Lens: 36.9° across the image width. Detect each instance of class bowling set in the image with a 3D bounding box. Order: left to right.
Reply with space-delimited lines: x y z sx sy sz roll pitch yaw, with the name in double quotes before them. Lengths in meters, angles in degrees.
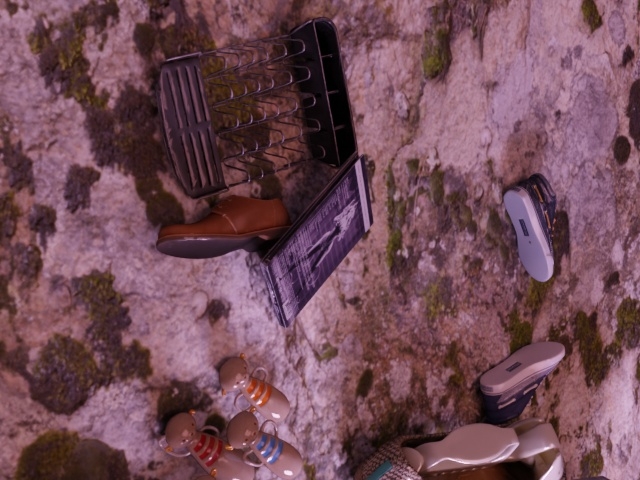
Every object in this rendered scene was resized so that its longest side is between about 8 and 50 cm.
"bowling set" -0.109 0.287 1.235 0.154 0.200 0.287 44 64 -31

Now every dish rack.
"dish rack" -0.085 -0.172 1.281 0.271 0.074 0.208 -21 106 -35

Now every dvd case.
"dvd case" 0.000 0.000 1.352 0.221 0.018 0.164 -49 152 -23

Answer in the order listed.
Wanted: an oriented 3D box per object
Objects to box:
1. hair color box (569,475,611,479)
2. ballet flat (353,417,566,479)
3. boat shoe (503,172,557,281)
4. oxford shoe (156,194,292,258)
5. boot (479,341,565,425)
"hair color box" 0.436 0.605 1.671 0.185 0.113 0.375 18 97 -56
"ballet flat" 0.274 0.358 1.541 0.482 0.164 0.182 4 134 -37
"boat shoe" 0.384 -0.024 1.674 0.083 0.065 0.183 -33 113 -30
"oxford shoe" -0.130 -0.021 1.273 0.212 0.076 0.076 -8 76 -42
"boot" 0.356 0.249 1.686 0.190 0.069 0.086 -22 115 -27
